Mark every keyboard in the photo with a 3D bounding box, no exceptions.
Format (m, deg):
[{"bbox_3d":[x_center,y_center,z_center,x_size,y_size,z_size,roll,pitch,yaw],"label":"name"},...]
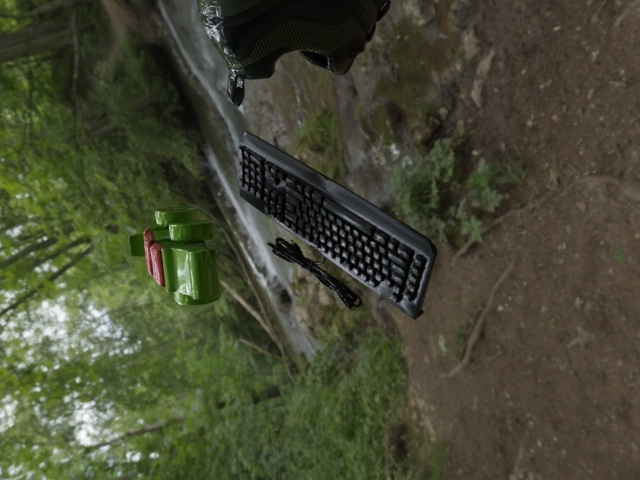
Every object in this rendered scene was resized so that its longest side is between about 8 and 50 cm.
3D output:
[{"bbox_3d":[0.000,0.000,0.606,0.317,0.033,0.201,35,145,30],"label":"keyboard"}]

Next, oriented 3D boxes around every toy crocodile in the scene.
[{"bbox_3d":[-0.222,0.019,0.707,0.340,0.105,0.115,23,117,61],"label":"toy crocodile"}]

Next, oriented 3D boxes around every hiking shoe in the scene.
[{"bbox_3d":[0.014,-0.186,0.337,0.086,0.227,0.114,49,160,32],"label":"hiking shoe"}]
